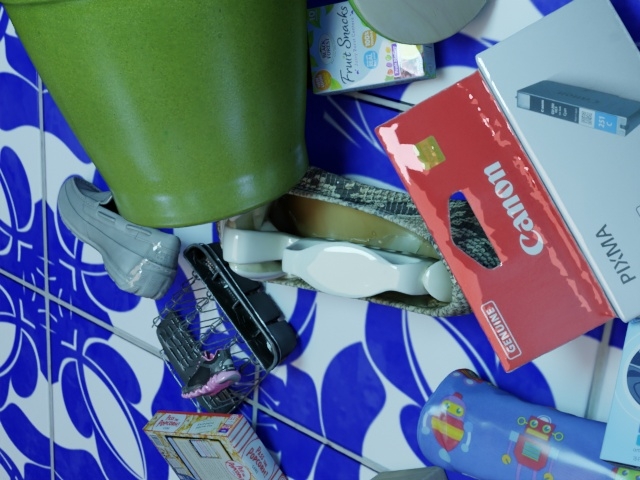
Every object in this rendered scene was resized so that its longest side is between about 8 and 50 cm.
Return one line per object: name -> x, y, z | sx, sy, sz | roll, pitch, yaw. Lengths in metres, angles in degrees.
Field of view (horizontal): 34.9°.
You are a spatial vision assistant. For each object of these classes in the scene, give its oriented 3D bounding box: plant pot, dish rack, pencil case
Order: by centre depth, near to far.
pencil case -> 0.257, 0.237, 1.121 | 0.306, 0.133, 0.119 | 16, 79, 36
plant pot -> -0.163, -0.215, 1.158 | 0.367, 0.366, 0.352 | 7, 120, 39
dish rack -> -0.158, 0.144, 1.480 | 0.208, 0.074, 0.271 | 54, 132, 14

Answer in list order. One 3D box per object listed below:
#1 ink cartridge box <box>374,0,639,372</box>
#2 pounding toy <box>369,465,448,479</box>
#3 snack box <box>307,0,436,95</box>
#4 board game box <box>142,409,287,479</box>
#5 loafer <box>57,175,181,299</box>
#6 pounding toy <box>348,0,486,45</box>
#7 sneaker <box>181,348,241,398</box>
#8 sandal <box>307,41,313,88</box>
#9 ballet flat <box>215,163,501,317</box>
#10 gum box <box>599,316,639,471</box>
ink cartridge box -> 0.228, -0.053, 1.000 | 0.261, 0.066, 0.296 | -29, 84, 9
pounding toy -> 0.118, 0.376, 1.301 | 0.130, 0.100, 0.141 | -19, 92, 43
snack box -> 0.057, -0.224, 1.160 | 0.141, 0.037, 0.100 | -5, 90, 28
board game box -> -0.158, 0.324, 1.525 | 0.194, 0.045, 0.146 | -5, 124, 42
loafer -> -0.293, -0.027, 1.501 | 0.319, 0.112, 0.111 | 38, 102, 44
pounding toy -> 0.086, -0.330, 1.066 | 0.110, 0.183, 0.236 | -143, 50, -58
sneaker -> -0.157, 0.185, 1.423 | 0.119, 0.047, 0.057 | -31, 70, 41
sandal -> 0.028, -0.220, 1.215 | 0.179, 0.040, 0.067 | -3, 102, 41
ballet flat -> 0.000, 0.000, 1.219 | 0.483, 0.182, 0.164 | 11, 112, 38
gum box -> 0.367, 0.139, 0.979 | 0.157, 0.041, 0.184 | 4, 72, 40
